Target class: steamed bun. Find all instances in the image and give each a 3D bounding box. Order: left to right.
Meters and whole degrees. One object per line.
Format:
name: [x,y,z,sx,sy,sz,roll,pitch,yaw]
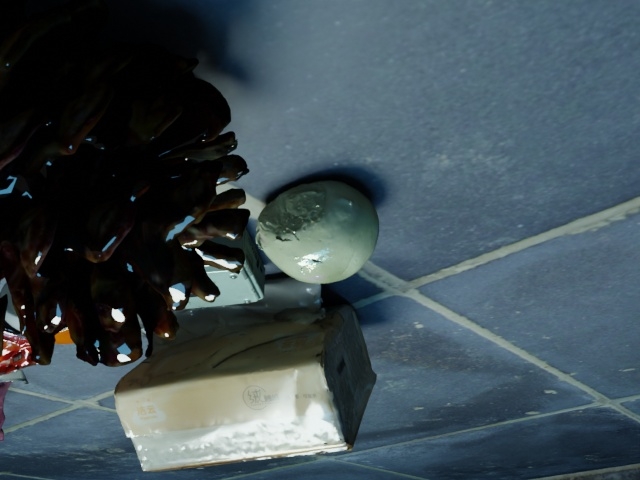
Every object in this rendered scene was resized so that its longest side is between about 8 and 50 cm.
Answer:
steamed bun: [0.000,0.000,0.708,0.130,0.090,0.112,-15,149,22]

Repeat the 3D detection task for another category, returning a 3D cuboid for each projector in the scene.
projector: [-0.150,0.037,0.799,0.147,0.061,0.115,-6,149,6]

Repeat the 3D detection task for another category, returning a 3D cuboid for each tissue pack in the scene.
tissue pack: [-0.105,0.167,0.923,0.306,0.238,0.238,-12,149,18]

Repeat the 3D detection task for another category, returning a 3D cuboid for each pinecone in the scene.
pinecone: [-0.193,-0.030,0.494,0.296,0.242,0.298,13,141,-20]

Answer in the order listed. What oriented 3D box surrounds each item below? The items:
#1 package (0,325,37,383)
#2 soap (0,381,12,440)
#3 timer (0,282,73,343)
package: [-0.553,0.152,0.976,0.269,0.071,0.194,21,129,-28]
soap: [-0.704,0.331,1.209,0.220,0.127,0.325,14,144,-30]
timer: [-0.321,0.086,0.835,0.136,0.099,0.136,9,149,6]
